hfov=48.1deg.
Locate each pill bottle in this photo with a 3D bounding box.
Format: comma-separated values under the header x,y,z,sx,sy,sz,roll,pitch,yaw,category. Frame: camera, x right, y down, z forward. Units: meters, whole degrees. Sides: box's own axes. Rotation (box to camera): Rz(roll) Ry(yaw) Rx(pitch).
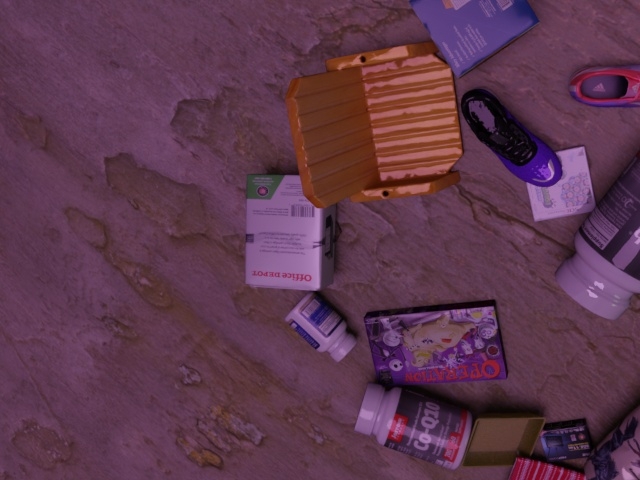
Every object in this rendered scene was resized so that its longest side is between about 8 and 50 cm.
x,y,z,sx,sy,sz,roll,pitch,yaw,category
0.005,0.236,1.938,0.187,0.112,0.112,43,115,2,pill bottle
0.241,0.483,1.891,0.284,0.161,0.161,17,112,7,pill bottle
0.692,-0.016,1.563,0.210,0.210,0.362,33,115,7,pill bottle

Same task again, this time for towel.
x,y,z,sx,sy,sz,roll,pitch,yaw,category
0.626,0.681,1.883,0.275,0.031,0.198,14,114,7,towel

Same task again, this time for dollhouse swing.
x,y,z,sx,sy,sz,roll,pitch,yaw,category
0.135,-0.255,1.631,0.316,0.305,0.346,-5,104,21,dollhouse swing

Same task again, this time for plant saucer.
x,y,z,sx,sy,sz,roll,pitch,yaw,category
0.466,0.509,1.856,0.189,0.045,0.188,2,124,-9,plant saucer

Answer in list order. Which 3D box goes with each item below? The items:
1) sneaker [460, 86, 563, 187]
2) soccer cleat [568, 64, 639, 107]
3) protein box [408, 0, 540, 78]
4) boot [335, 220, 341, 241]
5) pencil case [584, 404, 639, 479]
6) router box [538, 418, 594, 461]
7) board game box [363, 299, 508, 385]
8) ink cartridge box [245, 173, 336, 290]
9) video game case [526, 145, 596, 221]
x,y,z,sx,sy,sz,roll,pitch,yaw,category
0.418,-0.225,1.614,0.293,0.146,0.102,46,113,8,sneaker
0.692,-0.325,1.514,0.319,0.116,0.108,3,108,19,soccer cleat
0.333,-0.493,1.564,0.201,0.136,0.199,-33,94,18,protein box
0.000,0.000,1.908,0.114,0.037,0.106,1,108,16,boot
0.803,0.475,1.698,0.184,0.159,0.410,26,114,-18,pencil case
0.633,0.516,1.847,0.123,0.038,0.092,-15,102,23,router box
0.301,0.274,1.884,0.347,0.056,0.208,-8,108,21,board game box
-0.077,-0.025,1.846,0.211,0.121,0.288,4,95,19,ink cartridge box
0.558,-0.131,1.678,0.143,0.019,0.157,-11,103,22,video game case
